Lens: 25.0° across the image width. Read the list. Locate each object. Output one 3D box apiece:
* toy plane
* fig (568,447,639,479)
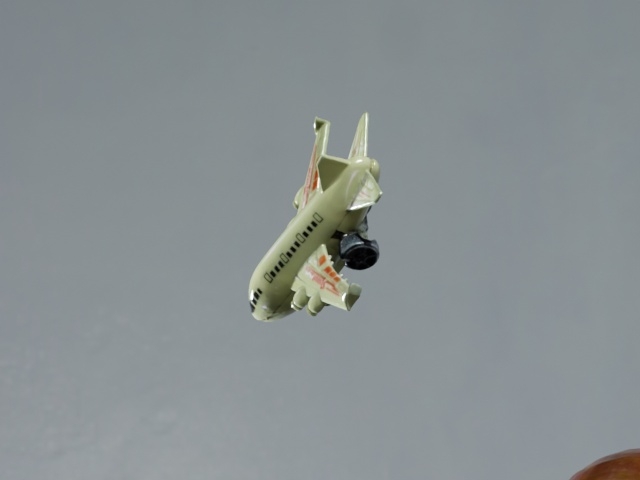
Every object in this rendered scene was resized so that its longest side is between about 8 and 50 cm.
[{"bbox_3d":[0.000,0.000,1.371,0.229,0.092,0.244,-98,25,-42],"label":"toy plane"},{"bbox_3d":[0.251,0.236,0.933,0.203,0.249,0.186,-40,-66,-44],"label":"fig"}]
